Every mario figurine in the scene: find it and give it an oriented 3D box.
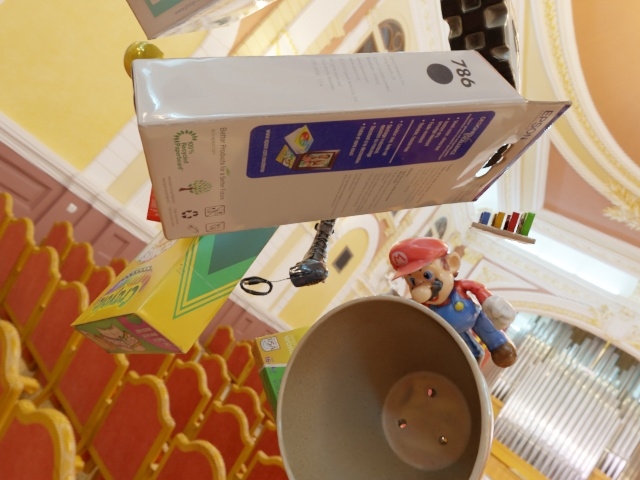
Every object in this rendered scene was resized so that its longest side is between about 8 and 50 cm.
[{"bbox_3d":[0.237,0.137,0.871,0.321,0.198,0.170,52,0,-9],"label":"mario figurine"}]

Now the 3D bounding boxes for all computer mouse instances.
[{"bbox_3d":[-0.089,0.096,1.164,0.041,0.241,0.071,136,-60,-66],"label":"computer mouse"}]

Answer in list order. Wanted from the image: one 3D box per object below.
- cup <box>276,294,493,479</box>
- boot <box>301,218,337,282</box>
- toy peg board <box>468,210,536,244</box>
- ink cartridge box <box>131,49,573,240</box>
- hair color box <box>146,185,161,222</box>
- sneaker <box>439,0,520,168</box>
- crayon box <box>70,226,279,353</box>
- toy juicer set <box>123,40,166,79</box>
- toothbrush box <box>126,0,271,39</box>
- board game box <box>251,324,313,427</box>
[{"bbox_3d":[0.129,0.279,0.724,0.331,0.331,0.237,32,-2,41],"label":"cup"},{"bbox_3d":[0.000,0.000,1.381,0.091,0.229,0.263,19,5,-8],"label":"boot"},{"bbox_3d":[0.497,-0.049,1.219,0.160,0.079,0.161,18,3,15],"label":"toy peg board"},{"bbox_3d":[0.024,-0.080,0.393,0.165,0.332,0.065,115,-36,-61],"label":"ink cartridge box"},{"bbox_3d":[-0.271,-0.106,0.790,0.043,0.141,0.072,11,9,-18],"label":"hair color box"},{"bbox_3d":[0.281,-0.290,0.751,0.122,0.146,0.331,8,-63,32],"label":"sneaker"},{"bbox_3d":[-0.262,0.052,0.822,0.362,0.313,0.106,-17,-59,48],"label":"crayon box"},{"bbox_3d":[-0.127,-0.187,0.559,0.209,0.090,0.329,28,4,-40],"label":"toy juicer set"},{"bbox_3d":[-0.077,-0.334,0.484,0.126,0.216,0.296,62,15,-22],"label":"toothbrush box"},{"bbox_3d":[0.022,0.315,1.070,0.242,0.316,0.064,62,-33,33],"label":"board game box"}]
